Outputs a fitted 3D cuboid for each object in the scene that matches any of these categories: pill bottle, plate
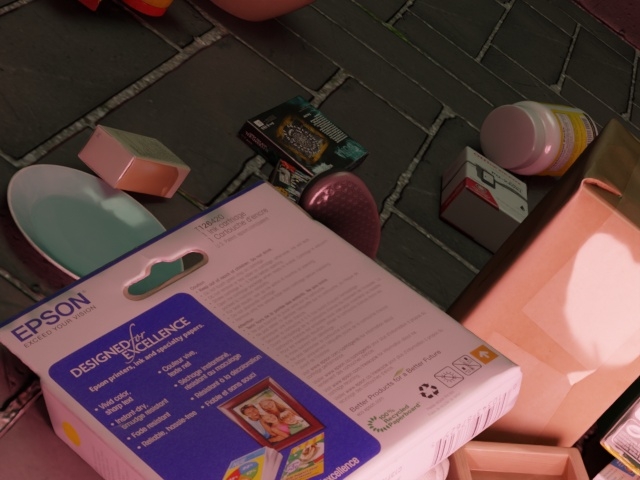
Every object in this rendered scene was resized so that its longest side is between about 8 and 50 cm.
[{"bbox_3d":[0.347,-0.162,2.219,0.208,0.119,0.119,-1,45,-54],"label":"pill bottle"},{"bbox_3d":[-0.215,-0.003,1.319,0.188,0.024,0.188,29,27,-16],"label":"plate"}]

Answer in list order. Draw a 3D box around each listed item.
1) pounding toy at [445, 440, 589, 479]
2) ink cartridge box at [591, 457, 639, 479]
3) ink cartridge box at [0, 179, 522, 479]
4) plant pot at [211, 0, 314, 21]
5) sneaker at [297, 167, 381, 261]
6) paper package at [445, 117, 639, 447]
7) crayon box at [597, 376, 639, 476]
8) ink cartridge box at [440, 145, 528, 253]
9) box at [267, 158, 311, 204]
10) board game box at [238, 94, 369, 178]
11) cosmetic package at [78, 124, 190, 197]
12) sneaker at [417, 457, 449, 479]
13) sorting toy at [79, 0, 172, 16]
[{"bbox_3d":[0.143,0.273,1.241,0.206,0.094,0.181,5,33,-10],"label":"pounding toy"},{"bbox_3d":[0.339,0.297,1.491,0.122,0.052,0.088,45,25,15],"label":"ink cartridge box"},{"bbox_3d":[-0.052,0.105,1.123,0.303,0.072,0.307,-30,50,-34],"label":"ink cartridge box"},{"bbox_3d":[-0.089,-0.434,2.034,0.284,0.191,0.284,29,27,-16],"label":"plant pot"},{"bbox_3d":[-0.001,0.001,1.384,0.145,0.090,0.270,54,-14,41],"label":"sneaker"},{"bbox_3d":[0.252,0.067,1.457,0.168,0.325,0.309,38,24,2],"label":"paper package"},{"bbox_3d":[0.490,0.267,1.616,0.363,0.106,0.313,38,14,2],"label":"crayon box"},{"bbox_3d":[0.229,-0.056,1.947,0.109,0.063,0.150,33,25,-10],"label":"ink cartridge box"},{"bbox_3d":[-0.022,-0.035,1.624,0.094,0.027,0.137,31,26,-10],"label":"box"},{"bbox_3d":[-0.018,-0.124,1.784,0.126,0.026,0.186,40,25,6],"label":"board game box"},{"bbox_3d":[-0.190,-0.080,1.434,0.060,0.041,0.115,41,13,22],"label":"cosmetic package"},{"bbox_3d":[0.000,0.154,1.231,0.262,0.099,0.121,38,14,30],"label":"sneaker"},{"bbox_3d":[-0.297,-0.389,1.805,0.255,0.089,0.257,48,26,22],"label":"sorting toy"}]
